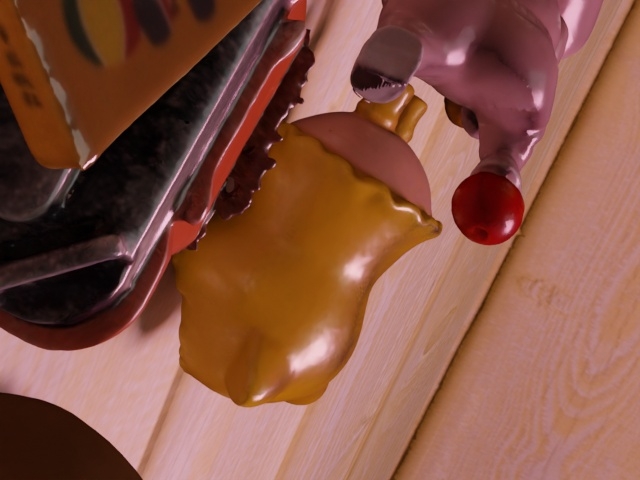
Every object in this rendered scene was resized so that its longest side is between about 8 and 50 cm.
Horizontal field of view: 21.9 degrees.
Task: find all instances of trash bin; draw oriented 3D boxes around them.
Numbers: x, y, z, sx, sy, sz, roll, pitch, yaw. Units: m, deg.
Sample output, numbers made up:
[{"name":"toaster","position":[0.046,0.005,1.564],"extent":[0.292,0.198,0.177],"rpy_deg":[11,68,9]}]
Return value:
[{"name":"trash bin","position":[-0.075,-0.080,0.529],"extent":[0.184,0.161,0.238],"rpy_deg":[-61,176,2]}]

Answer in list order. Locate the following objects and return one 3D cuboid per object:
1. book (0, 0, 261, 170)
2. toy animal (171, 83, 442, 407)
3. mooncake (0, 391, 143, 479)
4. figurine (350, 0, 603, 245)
[{"name":"book","position":[-0.045,-0.191,0.322],"extent":[0.208,0.020,0.295],"rpy_deg":[-50,132,-42]},{"name":"toy animal","position":[-0.002,0.000,1.050],"extent":[0.230,0.156,0.156],"rpy_deg":[-65,168,1]},{"name":"mooncake","position":[-0.150,0.189,0.687],"extent":[0.235,0.235,0.117],"rpy_deg":[-67,170,26]},{"name":"figurine","position":[0.086,-0.143,0.988],"extent":[0.186,0.176,0.287],"rpy_deg":[121,-14,-51]}]
